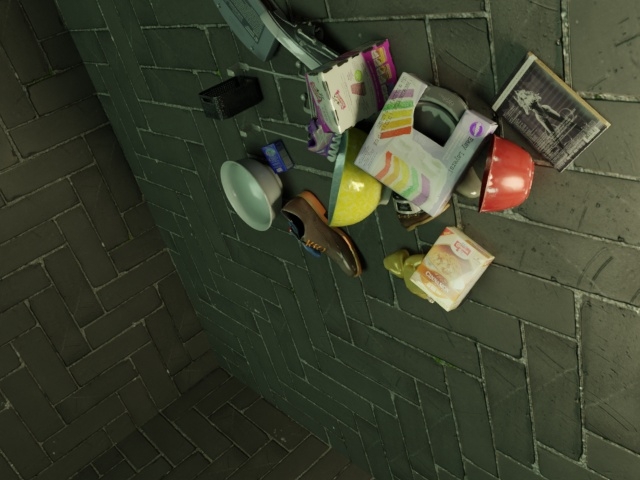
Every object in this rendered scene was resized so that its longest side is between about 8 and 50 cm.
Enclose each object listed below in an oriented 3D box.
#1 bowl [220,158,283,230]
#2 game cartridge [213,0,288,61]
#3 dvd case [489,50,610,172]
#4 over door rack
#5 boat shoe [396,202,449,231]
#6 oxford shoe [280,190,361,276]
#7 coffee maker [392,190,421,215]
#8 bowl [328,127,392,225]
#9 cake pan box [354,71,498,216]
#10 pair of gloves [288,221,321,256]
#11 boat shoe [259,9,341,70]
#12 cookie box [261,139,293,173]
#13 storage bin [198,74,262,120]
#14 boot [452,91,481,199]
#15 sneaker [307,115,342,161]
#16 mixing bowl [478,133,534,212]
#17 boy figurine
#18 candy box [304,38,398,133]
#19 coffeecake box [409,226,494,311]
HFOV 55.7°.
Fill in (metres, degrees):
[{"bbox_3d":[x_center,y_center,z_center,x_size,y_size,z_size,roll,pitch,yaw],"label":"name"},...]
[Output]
[{"bbox_3d":[-0.236,-0.196,2.291,0.298,0.134,0.297,37,147,29],"label":"bowl"},{"bbox_3d":[-0.223,-0.700,1.835,0.297,0.062,0.198,53,155,4],"label":"game cartridge"},{"bbox_3d":[0.475,-0.267,1.280,0.221,0.018,0.164,48,151,12],"label":"dvd case"},{"bbox_3d":[-0.109,-0.426,1.863,0.324,0.108,0.239,13,134,23],"label":"over door rack"},{"bbox_3d":[0.280,-0.083,1.703,0.073,0.073,0.207,54,151,-2],"label":"boat shoe"},{"bbox_3d":[0.000,0.000,2.143,0.363,0.133,0.130,50,150,8],"label":"oxford shoe"},{"bbox_3d":[0.239,-0.182,1.610,0.120,0.171,0.178,34,162,43],"label":"coffee maker"},{"bbox_3d":[0.122,-0.171,1.729,0.156,0.289,0.289,9,145,-5],"label":"bowl"},{"bbox_3d":[0.243,-0.230,1.426,0.246,0.070,0.266,37,116,13],"label":"cake pan box"},{"bbox_3d":[-0.059,-0.008,2.244,0.159,0.023,0.198,45,-171,-10],"label":"pair of gloves"},{"bbox_3d":[-0.037,-0.550,1.668,0.301,0.108,0.102,45,105,13],"label":"boat shoe"},{"bbox_3d":[-0.152,-0.297,2.157,0.092,0.040,0.107,-4,116,57],"label":"cookie box"},{"bbox_3d":[-0.303,-0.482,2.045,0.122,0.180,0.084,23,138,44],"label":"storage bin"},{"bbox_3d":[0.344,-0.223,1.464,0.246,0.083,0.161,53,145,0],"label":"boot"},{"bbox_3d":[0.018,-0.338,1.748,0.105,0.095,0.236,12,129,-4],"label":"sneaker"},{"bbox_3d":[0.421,-0.143,1.366,0.098,0.181,0.181,10,137,9],"label":"mixing bowl"},{"bbox_3d":[0.315,0.110,1.835,0.285,0.092,0.177,24,139,44],"label":"boy figurine"},{"bbox_3d":[0.087,-0.385,1.512,0.071,0.233,0.159,14,131,49],"label":"candy box"},{"bbox_3d":[0.359,0.076,1.664,0.142,0.068,0.185,41,113,24],"label":"coffeecake box"}]
